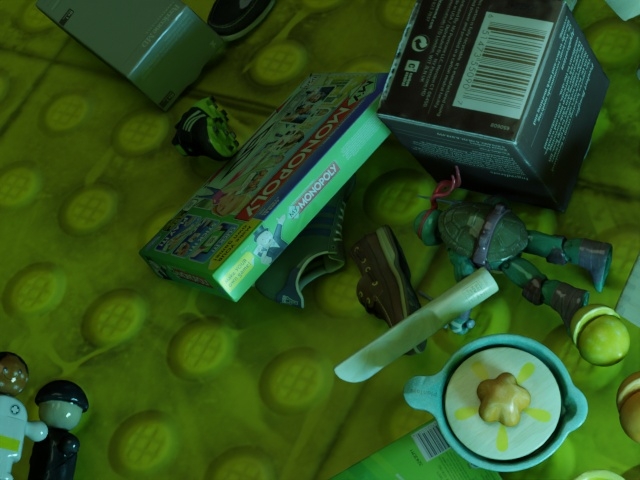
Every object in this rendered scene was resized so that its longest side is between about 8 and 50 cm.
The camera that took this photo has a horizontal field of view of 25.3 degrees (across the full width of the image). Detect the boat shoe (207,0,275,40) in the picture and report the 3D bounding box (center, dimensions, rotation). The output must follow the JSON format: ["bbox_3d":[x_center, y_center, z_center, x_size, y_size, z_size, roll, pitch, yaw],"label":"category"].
[{"bbox_3d":[-0.090,-0.368,1.913,0.084,0.079,0.233,18,65,30],"label":"boat shoe"}]

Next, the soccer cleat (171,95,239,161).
[{"bbox_3d":[-0.144,-0.124,1.740,0.072,0.060,0.179,-38,21,6],"label":"soccer cleat"}]

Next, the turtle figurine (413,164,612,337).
[{"bbox_3d":[0.181,0.016,1.513,0.234,0.118,0.175,19,69,22],"label":"turtle figurine"}]

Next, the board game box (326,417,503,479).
[{"bbox_3d":[0.053,0.279,1.412,0.259,0.039,0.124,-28,53,-5],"label":"board game box"}]

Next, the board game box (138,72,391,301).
[{"bbox_3d":[-0.050,-0.071,1.642,0.317,0.046,0.213,-48,24,-16],"label":"board game box"}]

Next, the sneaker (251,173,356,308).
[{"bbox_3d":[0.000,0.000,1.626,0.086,0.064,0.192,32,66,19],"label":"sneaker"}]

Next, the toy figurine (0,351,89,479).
[{"bbox_3d":[-0.369,0.199,1.514,0.213,0.209,0.148,-2,65,17],"label":"toy figurine"}]

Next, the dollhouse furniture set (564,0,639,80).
[{"bbox_3d":[0.339,-0.350,1.576,0.394,0.362,0.256,-8,48,53],"label":"dollhouse furniture set"}]

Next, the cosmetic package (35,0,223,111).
[{"bbox_3d":[-0.254,-0.287,1.887,0.238,0.107,0.127,36,87,39],"label":"cosmetic package"}]

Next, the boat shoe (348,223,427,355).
[{"bbox_3d":[0.072,0.061,1.552,0.060,0.064,0.178,-24,44,9],"label":"boat shoe"}]

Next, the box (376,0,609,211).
[{"bbox_3d":[0.191,-0.155,1.548,0.167,0.203,0.169,14,77,28],"label":"box"}]

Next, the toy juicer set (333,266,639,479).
[{"bbox_3d":[0.196,0.127,1.374,0.329,0.089,0.209,33,78,19],"label":"toy juicer set"}]

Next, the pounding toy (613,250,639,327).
[{"bbox_3d":[0.383,0.033,1.425,0.181,0.094,0.206,34,33,28],"label":"pounding toy"}]
